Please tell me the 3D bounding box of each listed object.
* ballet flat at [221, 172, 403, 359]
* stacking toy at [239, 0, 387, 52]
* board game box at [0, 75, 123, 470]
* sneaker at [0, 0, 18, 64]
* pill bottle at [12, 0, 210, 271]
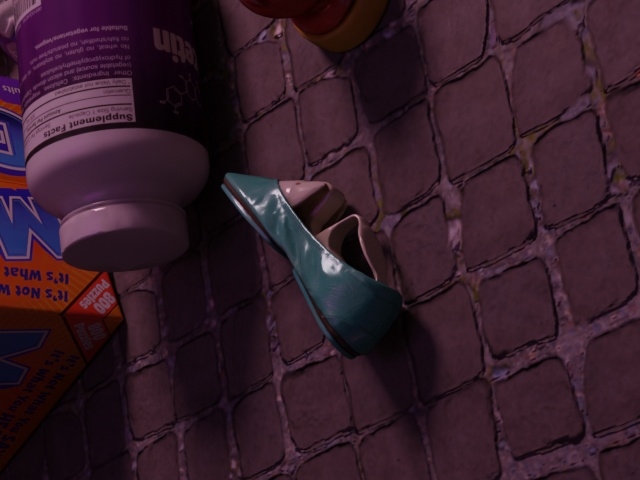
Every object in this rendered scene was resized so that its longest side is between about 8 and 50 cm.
[{"bbox_3d":[0.000,0.000,1.341,0.087,0.083,0.247,-43,49,6],"label":"ballet flat"},{"bbox_3d":[-0.005,-0.361,1.360,0.279,0.130,0.309,-45,52,35],"label":"stacking toy"},{"bbox_3d":[-0.497,0.038,1.687,0.356,0.356,0.356,-49,49,33],"label":"board game box"},{"bbox_3d":[-0.290,-0.211,1.706,0.236,0.095,0.105,38,154,28],"label":"sneaker"},{"bbox_3d":[-0.208,-0.140,1.518,0.181,0.181,0.323,-27,64,44],"label":"pill bottle"}]
